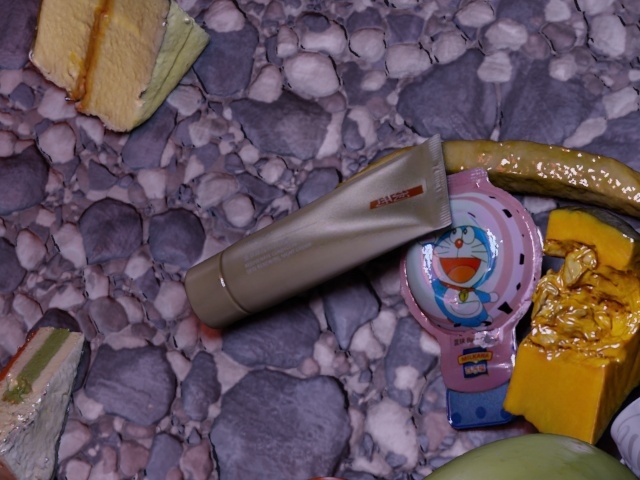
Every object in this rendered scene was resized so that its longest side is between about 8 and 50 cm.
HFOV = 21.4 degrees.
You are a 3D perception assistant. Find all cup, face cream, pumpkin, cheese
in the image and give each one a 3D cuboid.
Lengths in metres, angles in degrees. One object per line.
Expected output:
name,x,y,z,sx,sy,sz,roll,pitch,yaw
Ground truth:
cup,0.348,0.232,1.695,0.136,0.099,0.133,-34,59,9
face cream,0.000,0.000,1.942,0.341,0.084,0.137,-27,43,24
pumpkin,0.290,0.095,1.777,0.131,0.126,0.248,20,96,37
cheese,0.168,0.062,1.864,0.189,0.074,0.286,-12,77,36

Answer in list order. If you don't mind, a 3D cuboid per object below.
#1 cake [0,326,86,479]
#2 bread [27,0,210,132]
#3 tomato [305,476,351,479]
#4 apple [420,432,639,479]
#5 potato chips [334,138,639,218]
cake,-0.353,0.219,2.076,0.086,0.116,0.220,2,38,24
bread,-0.289,-0.261,2.189,0.240,0.135,0.178,33,85,30
tomato,0.030,0.331,1.815,0.173,0.099,0.189,29,123,18
apple,0.190,0.364,1.579,0.357,0.357,0.357,-10,65,22
potato chips,0.200,-0.072,1.919,0.407,0.057,0.080,5,74,27
